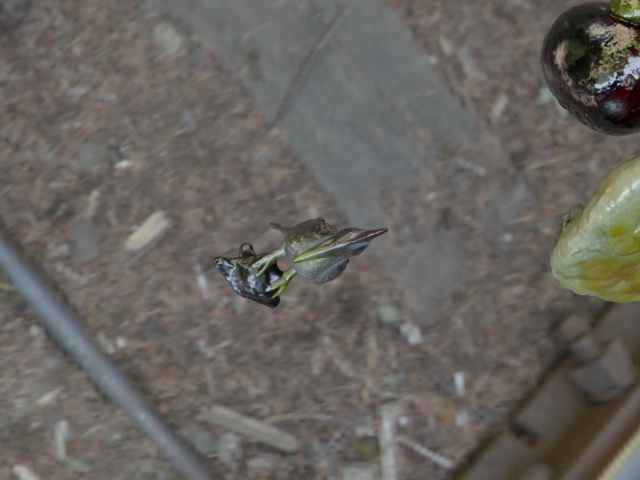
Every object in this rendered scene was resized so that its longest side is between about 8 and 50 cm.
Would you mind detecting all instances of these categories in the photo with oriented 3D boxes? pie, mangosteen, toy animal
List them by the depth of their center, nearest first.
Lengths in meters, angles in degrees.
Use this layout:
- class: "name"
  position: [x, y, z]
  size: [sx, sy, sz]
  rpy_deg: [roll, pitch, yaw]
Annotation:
- class: "toy animal"
  position: [-0.009, 0.006, 1.499]
  size: [0.105, 0.202, 0.070]
  rpy_deg: [-43, 104, -29]
- class: "pie"
  position: [0.377, -0.011, 1.710]
  size: [0.337, 0.337, 0.075]
  rpy_deg: [7, 62, -28]
- class: "mangosteen"
  position: [0.298, -0.182, 1.818]
  size: [0.152, 0.152, 0.152]
  rpy_deg: [5, 79, -28]
